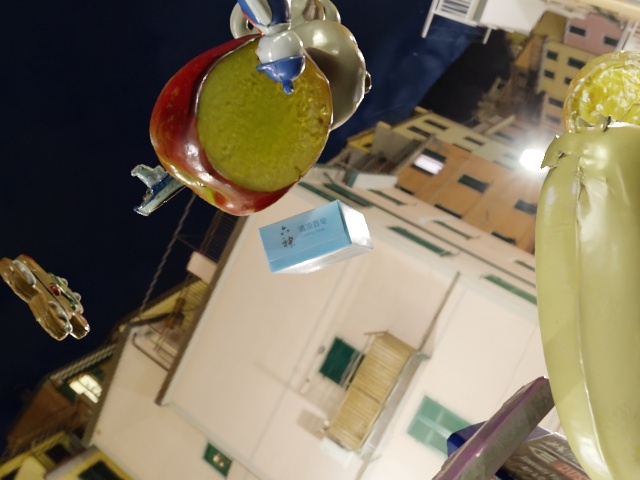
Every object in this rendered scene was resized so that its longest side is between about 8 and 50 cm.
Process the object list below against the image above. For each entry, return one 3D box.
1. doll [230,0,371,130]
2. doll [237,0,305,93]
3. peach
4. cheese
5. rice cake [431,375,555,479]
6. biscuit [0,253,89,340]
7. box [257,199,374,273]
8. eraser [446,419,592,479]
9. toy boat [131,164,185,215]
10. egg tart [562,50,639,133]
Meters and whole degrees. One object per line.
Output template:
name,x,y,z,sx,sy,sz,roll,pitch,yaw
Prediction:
doll,-0.025,-0.351,1.258,0.226,0.370,0.215,-6,-52,-22
doll,-0.044,-0.205,0.583,0.099,0.057,0.143,-51,-51,-66
peach,-0.121,-0.192,0.976,0.275,0.245,0.249,-49,-35,-14
cheese,0.282,0.038,0.583,0.259,0.128,0.316,-8,-94,-53
rice cake,0.164,0.191,0.602,0.206,0.036,0.047,-27,-20,-38
biscuit,-0.507,0.102,1.207,0.049,0.197,0.301,-37,1,-11
box,0.000,0.000,1.115,0.142,0.083,0.232,-19,-8,12
eraser,0.317,0.340,0.869,0.155,0.332,0.102,-12,-82,-16
toy boat,-0.399,-0.181,1.668,0.262,0.114,0.115,-41,-74,-14
egg tart,0.522,-0.234,1.125,0.074,0.191,0.191,-19,-47,-55
